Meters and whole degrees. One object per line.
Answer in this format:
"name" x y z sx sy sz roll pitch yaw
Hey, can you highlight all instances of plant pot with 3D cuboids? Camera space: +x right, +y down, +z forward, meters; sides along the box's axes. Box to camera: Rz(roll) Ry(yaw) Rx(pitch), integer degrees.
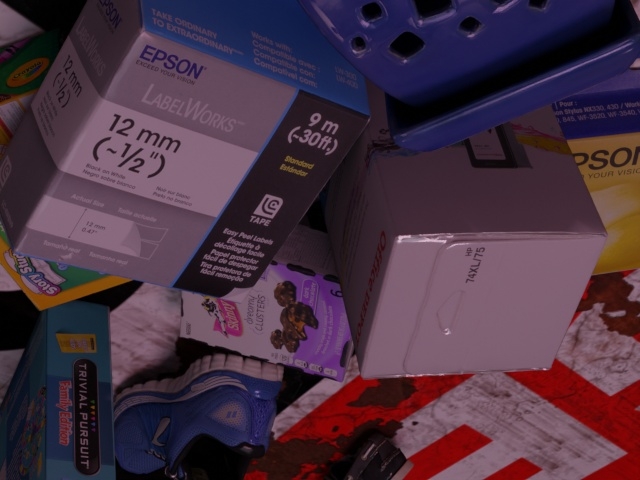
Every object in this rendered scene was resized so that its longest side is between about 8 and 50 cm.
"plant pot" 0.115 -0.220 0.928 0.236 0.236 0.212 -22 121 15

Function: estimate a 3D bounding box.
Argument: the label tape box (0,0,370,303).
"label tape box" -0.097 -0.122 1.047 0.249 0.115 0.348 16 121 -38

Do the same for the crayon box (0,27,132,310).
"crayon box" -0.268 -0.060 1.179 0.165 0.081 0.278 -18 137 7

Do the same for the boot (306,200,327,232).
"boot" 0.000 0.000 1.331 0.121 0.045 0.099 -7 133 3

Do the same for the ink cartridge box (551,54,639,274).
"ink cartridge box" 0.361 -0.088 1.302 0.303 0.072 0.307 -7 139 -6

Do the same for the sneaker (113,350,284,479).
"sneaker" -0.165 0.243 1.445 0.129 0.147 0.330 17 151 -29

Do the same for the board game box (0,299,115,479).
"board game box" -0.304 0.273 1.337 0.079 0.336 0.254 11 133 -24

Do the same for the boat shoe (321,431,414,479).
"boat shoe" 0.040 0.351 1.706 0.079 0.084 0.233 44 130 1

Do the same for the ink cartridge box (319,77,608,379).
"ink cartridge box" 0.122 -0.032 1.157 0.197 0.270 0.198 -1 137 -12

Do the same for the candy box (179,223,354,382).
"candy box" -0.052 0.056 1.305 0.196 0.070 0.165 15 135 8
